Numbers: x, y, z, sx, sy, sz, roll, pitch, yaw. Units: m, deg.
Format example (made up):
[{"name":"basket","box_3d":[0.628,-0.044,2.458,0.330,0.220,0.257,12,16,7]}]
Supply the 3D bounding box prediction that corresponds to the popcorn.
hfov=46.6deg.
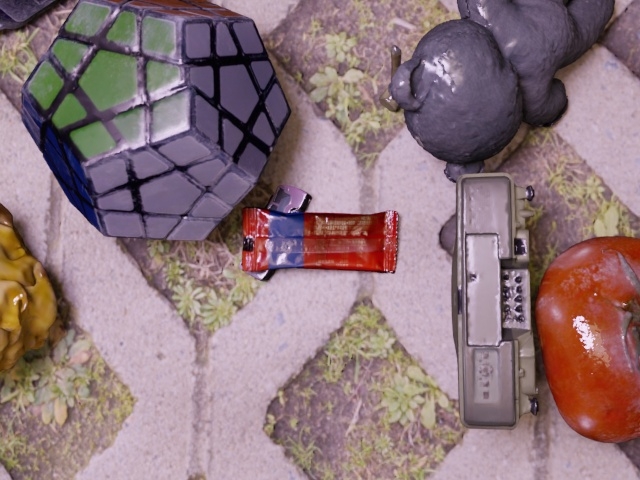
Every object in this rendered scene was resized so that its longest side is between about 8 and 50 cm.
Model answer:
[{"name":"popcorn","box_3d":[-0.448,0.070,0.934,0.190,0.250,0.250,-28,81,22]}]

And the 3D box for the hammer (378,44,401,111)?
[{"name":"hammer","box_3d":[0.097,-0.205,0.888,0.028,0.195,0.060,36,90,6]}]

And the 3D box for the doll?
[{"name":"doll","box_3d":[0.213,-0.227,0.890,0.158,0.246,0.340,16,62,48]}]

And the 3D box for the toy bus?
[{"name":"toy bus","box_3d":[-0.059,-0.011,0.975,0.052,0.037,0.131,26,90,14]}]

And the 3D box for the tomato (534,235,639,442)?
[{"name":"tomato","box_3d":[0.348,0.109,0.823,0.237,0.095,0.237,3,82,-23]}]

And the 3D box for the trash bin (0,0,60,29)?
[{"name":"trash bin","box_3d":[-0.459,-0.427,1.022,0.184,0.161,0.239,-33,73,4]}]

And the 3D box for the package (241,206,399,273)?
[{"name":"package","box_3d":[0.000,0.000,0.947,0.200,0.022,0.083,1,93,-7]}]

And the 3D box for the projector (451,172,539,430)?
[{"name":"projector","box_3d":[0.194,0.067,0.848,0.088,0.193,0.269,-1,87,10]}]

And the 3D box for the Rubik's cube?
[{"name":"Rubik's cube","box_3d":[-0.197,-0.152,0.893,0.264,0.319,0.319,-33,80,-23]}]
